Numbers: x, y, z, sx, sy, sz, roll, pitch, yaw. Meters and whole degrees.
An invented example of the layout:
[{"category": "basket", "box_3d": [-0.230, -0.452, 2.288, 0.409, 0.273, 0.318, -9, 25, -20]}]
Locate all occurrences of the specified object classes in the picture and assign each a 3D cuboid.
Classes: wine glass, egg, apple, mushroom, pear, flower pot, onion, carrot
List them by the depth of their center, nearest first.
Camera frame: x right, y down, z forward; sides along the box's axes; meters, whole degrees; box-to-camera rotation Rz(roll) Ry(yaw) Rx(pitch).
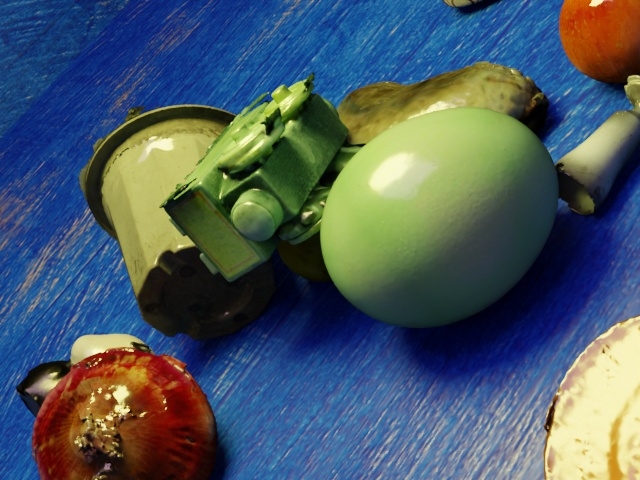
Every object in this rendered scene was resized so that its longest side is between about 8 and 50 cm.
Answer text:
[{"category": "carrot", "box_3d": [0.295, 0.186, 0.813, 0.258, 0.100, 0.307, -38, 31, 12]}, {"category": "egg", "box_3d": [0.128, -0.025, 1.164, 0.269, 0.220, 0.220, -32, 30, 7]}, {"category": "wine glass", "box_3d": [0.324, -0.106, 1.199, 0.155, 0.072, 0.072, -48, 30, -12]}, {"category": "onion", "box_3d": [-0.242, 0.228, 1.263, 0.230, 0.163, 0.230, -7, 69, 19]}, {"category": "apple", "box_3d": [0.367, -0.269, 1.291, 0.163, 0.139, 0.163, -30, 33, 22]}, {"category": "pear", "box_3d": [0.000, 0.000, 1.405, 0.131, 0.107, 0.107, 15, 60, 35]}, {"category": "mushroom", "box_3d": [0.130, -0.158, 1.434, 0.344, 0.130, 0.247, 10, 61, 54]}, {"category": "flower pot", "box_3d": [-0.177, -0.010, 1.498, 0.290, 0.290, 0.259, -34, 45, 13]}]

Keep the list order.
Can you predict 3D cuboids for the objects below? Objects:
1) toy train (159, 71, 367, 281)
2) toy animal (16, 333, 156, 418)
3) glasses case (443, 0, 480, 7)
[{"category": "toy train", "box_3d": [-0.059, -0.081, 1.315, 0.188, 0.159, 0.272, -30, 18, 35]}, {"category": "toy animal", "box_3d": [-0.293, 0.209, 1.436, 0.179, 0.166, 0.138, -36, 42, -15]}, {"category": "glasses case", "box_3d": [0.335, -0.472, 1.655, 0.354, 0.085, 0.137, -25, 34, 26]}]
